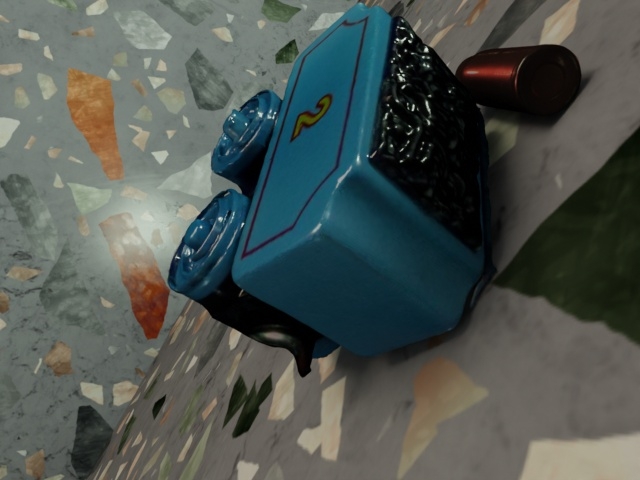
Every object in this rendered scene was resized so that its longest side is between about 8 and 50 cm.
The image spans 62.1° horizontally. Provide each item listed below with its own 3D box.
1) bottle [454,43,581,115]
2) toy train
[{"bbox_3d":[0.170,-0.150,0.495,0.060,0.060,0.164,-54,15,12],"label":"bottle"},{"bbox_3d":[0.012,-0.042,0.483,0.265,0.188,0.300,-29,38,39],"label":"toy train"}]
